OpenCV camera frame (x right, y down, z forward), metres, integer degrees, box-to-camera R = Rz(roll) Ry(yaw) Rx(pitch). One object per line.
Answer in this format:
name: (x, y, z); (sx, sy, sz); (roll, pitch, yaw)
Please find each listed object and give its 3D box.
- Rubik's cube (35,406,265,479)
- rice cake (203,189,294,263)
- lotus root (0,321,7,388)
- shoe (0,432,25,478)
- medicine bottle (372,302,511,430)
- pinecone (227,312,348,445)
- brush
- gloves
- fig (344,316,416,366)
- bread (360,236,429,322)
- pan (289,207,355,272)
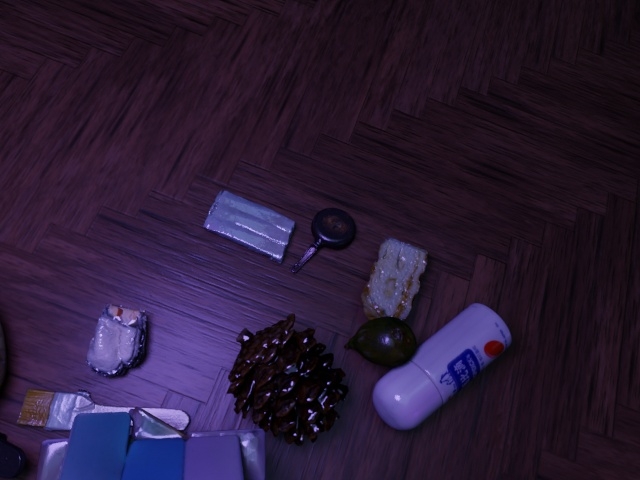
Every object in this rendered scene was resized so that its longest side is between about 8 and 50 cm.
Rubik's cube: (-0.265, 0.465, 0.823); (0.387, 0.368, 0.358); (4, 70, -13)
rice cake: (-0.173, -0.036, 1.208); (0.211, 0.038, 0.124); (19, 68, -1)
lotus root: (-0.717, 0.227, 0.965); (0.173, 0.173, 0.309); (-19, 73, -15)
shoe: (-0.631, 0.410, 0.961); (0.179, 0.049, 0.071); (12, 78, 20)
medicine bottle: (0.263, 0.285, 1.103); (0.341, 0.130, 0.130); (-33, 77, -18)
pinecone: (-0.070, 0.286, 1.008); (0.224, 0.224, 0.272); (-39, 92, -20)
brush: (-0.441, 0.361, 1.026); (0.337, 0.020, 0.085); (9, 68, -6)
gloves: (-0.429, 0.214, 1.057); (0.114, 0.070, 0.153); (14, 74, -12)
fig: (0.120, 0.220, 1.091); (0.117, 0.177, 0.117); (3, 86, -47)
bread: (0.172, 0.100, 1.188); (0.128, 0.088, 0.232); (28, 61, -7)
pan: (0.000, -0.001, 1.221); (0.115, 0.040, 0.212); (40, 68, 13)
